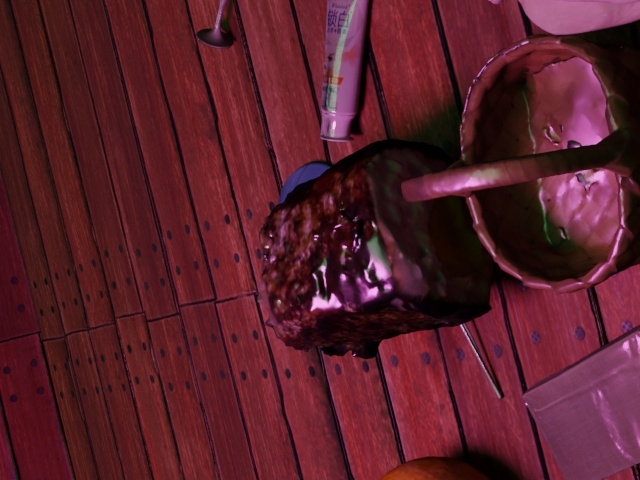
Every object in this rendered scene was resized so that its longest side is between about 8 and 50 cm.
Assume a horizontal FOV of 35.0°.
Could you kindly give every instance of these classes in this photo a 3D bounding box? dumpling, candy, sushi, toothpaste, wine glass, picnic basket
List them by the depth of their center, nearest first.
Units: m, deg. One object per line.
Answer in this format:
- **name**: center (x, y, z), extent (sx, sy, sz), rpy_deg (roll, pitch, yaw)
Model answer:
- **dumpling**: center (0.308, -0.344, 1.221), extent (0.318, 0.243, 0.187), rpy_deg (15, 117, 47)
- **picnic basket**: center (0.263, -0.090, 1.295), extent (0.293, 0.337, 0.337), rpy_deg (-7, 95, 52)
- **sushi**: center (0.084, 0.013, 1.548), extent (0.294, 0.281, 0.299), rpy_deg (-30, 44, 44)
- **candy**: center (0.242, 0.160, 1.618), extent (0.061, 0.061, 0.202), rpy_deg (-34, 82, 50)
- **toothpaste**: center (0.041, -0.330, 1.710), extent (0.100, 0.066, 0.323), rpy_deg (18, 109, 43)
- **wine glass**: center (-0.181, -0.468, 1.928), extent (0.079, 0.079, 0.195), rpy_deg (45, 133, 34)

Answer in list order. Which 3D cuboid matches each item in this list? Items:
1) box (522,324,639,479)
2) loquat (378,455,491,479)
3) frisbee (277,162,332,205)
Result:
- **box**: center (0.411, 0.206, 1.328), extent (0.231, 0.149, 0.155), rpy_deg (-45, 65, 47)
- **loquat**: center (0.184, 0.475, 1.605), extent (0.263, 0.263, 0.263), rpy_deg (19, 114, 47)
- **frisbee**: center (-0.003, 0.001, 1.866), extent (0.289, 0.049, 0.289), rpy_deg (19, 115, 47)
